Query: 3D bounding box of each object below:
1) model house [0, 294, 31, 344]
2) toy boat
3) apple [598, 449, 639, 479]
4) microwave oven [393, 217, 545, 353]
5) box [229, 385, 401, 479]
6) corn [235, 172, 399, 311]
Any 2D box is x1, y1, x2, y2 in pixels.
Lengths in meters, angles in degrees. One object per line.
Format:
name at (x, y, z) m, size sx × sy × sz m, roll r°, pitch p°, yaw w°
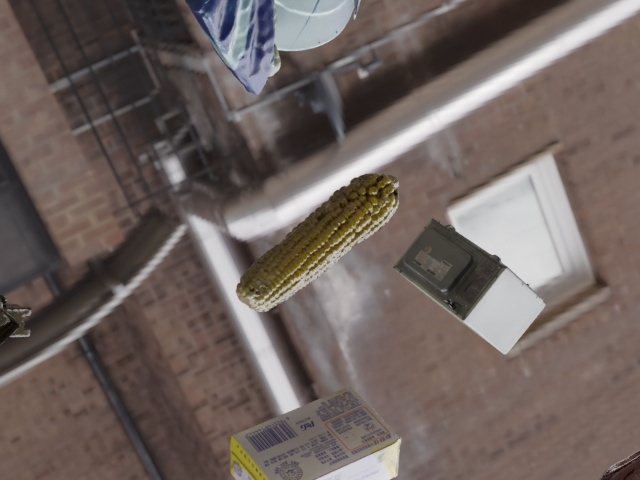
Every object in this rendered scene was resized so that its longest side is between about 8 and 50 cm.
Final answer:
model house at (-0.492, 0.132, 1.618) m, size 0.211 × 0.204 × 0.243 m, roll 2°, pitch -179°, yaw 44°
toy boat at (-0.038, -0.264, 1.106) m, size 0.070 × 0.210 × 0.291 m, roll -4°, pitch -155°, yaw 32°
apple at (0.518, 0.397, 1.826) m, size 0.218 × 0.201 × 0.218 m, roll -33°, pitch 164°, yaw -11°
microwave oven at (0.288, 0.081, 2.435) m, size 0.145 × 0.194 × 0.240 m, roll -49°, pitch -140°, yaw -2°
box at (-0.009, 0.383, 2.197) m, size 0.265 × 0.097 × 0.168 m, roll -21°, pitch -136°, yaw -30°
corn at (0.000, 0.000, 1.948) m, size 0.320 × 0.097 × 0.097 m, roll -39°, pitch -155°, yaw -19°
